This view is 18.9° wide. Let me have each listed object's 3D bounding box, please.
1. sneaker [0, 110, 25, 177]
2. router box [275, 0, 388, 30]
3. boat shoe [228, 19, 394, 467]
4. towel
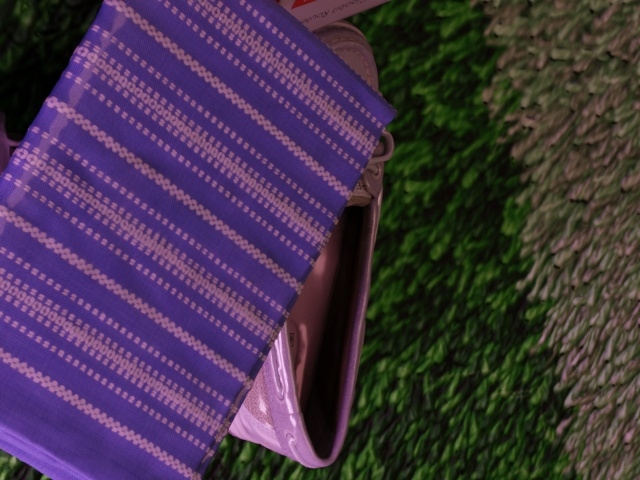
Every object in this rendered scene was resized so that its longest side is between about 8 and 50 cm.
[{"bbox_3d":[-0.175,0.012,1.250,0.132,0.086,0.229,-45,128,-25],"label":"sneaker"},{"bbox_3d":[0.106,-0.290,1.279,0.335,0.082,0.301,-25,162,-34],"label":"router box"},{"bbox_3d":[-0.002,0.001,1.385,0.118,0.103,0.320,4,102,-42],"label":"boat shoe"},{"bbox_3d":[-0.105,-0.005,1.226,0.243,0.040,0.336,37,76,-38],"label":"towel"}]
